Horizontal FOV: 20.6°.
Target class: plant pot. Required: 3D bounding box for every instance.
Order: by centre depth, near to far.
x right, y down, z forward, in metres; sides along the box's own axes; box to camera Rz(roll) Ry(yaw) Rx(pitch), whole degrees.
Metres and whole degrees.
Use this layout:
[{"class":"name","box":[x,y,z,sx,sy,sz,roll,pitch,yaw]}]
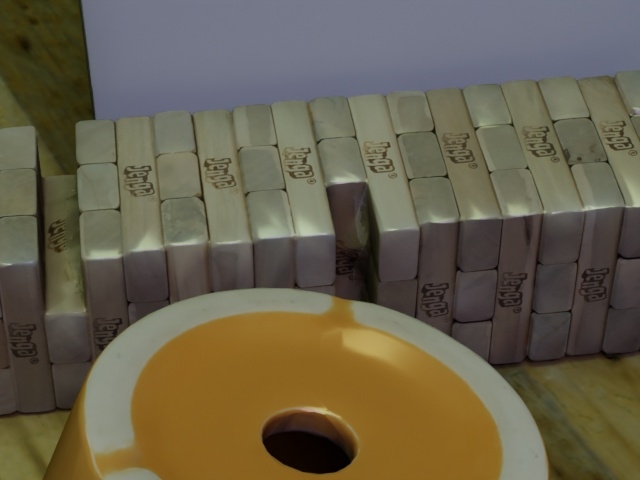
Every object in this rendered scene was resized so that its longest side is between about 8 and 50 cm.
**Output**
[{"class":"plant pot","box":[-0.015,0.125,0.520,0.205,0.188,0.205,9,32,-6]}]

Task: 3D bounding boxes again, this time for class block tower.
[{"class":"block tower","box":[0.000,0.000,0.757,0.335,0.097,0.091,-5,44,-6]}]

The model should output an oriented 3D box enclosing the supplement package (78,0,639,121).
[{"class":"supplement package","box":[0.020,-0.130,0.815,0.262,0.204,0.145,-5,41,-4]}]
